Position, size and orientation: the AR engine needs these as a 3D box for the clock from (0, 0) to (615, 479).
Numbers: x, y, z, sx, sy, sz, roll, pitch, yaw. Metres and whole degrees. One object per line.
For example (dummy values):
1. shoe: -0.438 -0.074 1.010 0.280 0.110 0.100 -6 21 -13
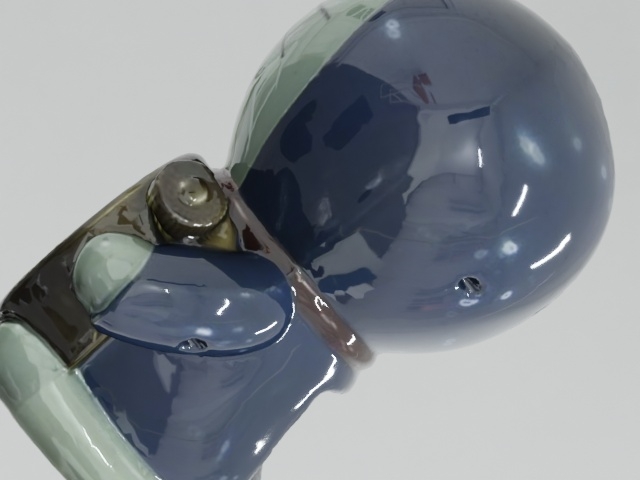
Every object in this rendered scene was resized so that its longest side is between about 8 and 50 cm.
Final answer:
1. clock: 0.000 0.000 0.561 0.146 0.243 0.199 53 5 5
